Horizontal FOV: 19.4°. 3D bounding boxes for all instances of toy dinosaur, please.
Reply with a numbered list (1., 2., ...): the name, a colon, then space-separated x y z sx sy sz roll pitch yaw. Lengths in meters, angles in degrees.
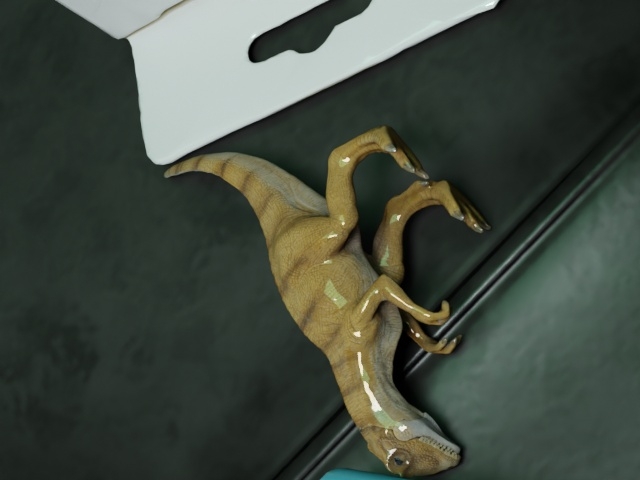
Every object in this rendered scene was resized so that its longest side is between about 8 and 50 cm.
1. toy dinosaur: 0.000 0.000 0.778 0.112 0.064 0.211 -42 56 15

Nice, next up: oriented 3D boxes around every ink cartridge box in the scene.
1. ink cartridge box: -0.058 -0.236 0.863 0.207 0.119 0.353 -24 62 23

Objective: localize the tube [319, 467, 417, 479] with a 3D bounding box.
1. tube: 0.088 0.127 0.685 0.207 0.052 0.080 8 113 33
